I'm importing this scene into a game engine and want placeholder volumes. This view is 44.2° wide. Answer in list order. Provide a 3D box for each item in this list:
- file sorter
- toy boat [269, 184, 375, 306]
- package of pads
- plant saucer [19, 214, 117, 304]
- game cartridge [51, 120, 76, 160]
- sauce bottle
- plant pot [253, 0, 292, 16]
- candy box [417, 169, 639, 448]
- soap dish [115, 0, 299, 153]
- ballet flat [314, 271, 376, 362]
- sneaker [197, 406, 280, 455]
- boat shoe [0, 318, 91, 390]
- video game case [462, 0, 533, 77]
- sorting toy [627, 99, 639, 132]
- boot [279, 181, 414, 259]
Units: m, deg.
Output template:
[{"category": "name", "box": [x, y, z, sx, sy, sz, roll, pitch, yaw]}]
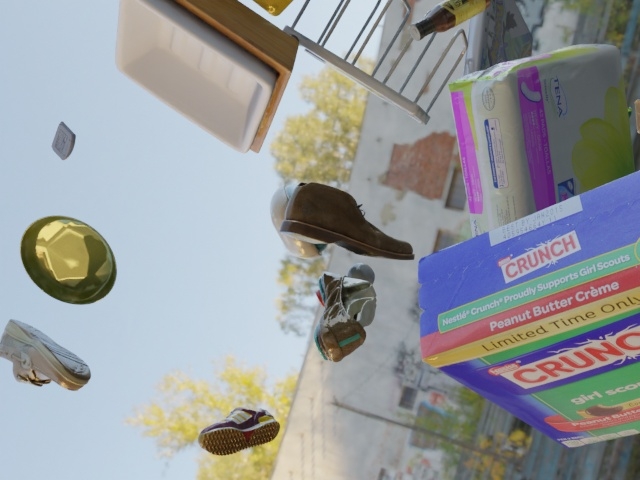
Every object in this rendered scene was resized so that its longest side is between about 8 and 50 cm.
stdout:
[{"category": "file sorter", "box": [0.110, -0.360, 1.427, 0.173, 0.278, 0.193, -58, -10, 10]}, {"category": "toy boat", "box": [0.000, 0.000, 1.881, 0.318, 0.148, 0.267, 60, -177, -11]}, {"category": "package of pads", "box": [0.307, -0.139, 1.068, 0.297, 0.101, 0.229, -20, -76, -39]}, {"category": "plant saucer", "box": [-0.591, 0.042, 1.870, 0.037, 0.241, 0.240, -69, -14, -62]}, {"category": "game cartridge", "box": [-0.601, -0.231, 1.850, 0.017, 0.056, 0.083, -23, -25, -49]}, {"category": "sauce bottle", "box": [0.187, -0.327, 1.140, 0.128, 0.042, 0.042, -32, -36, -18]}, {"category": "plant pot", "box": [-0.094, -0.572, 1.550, 0.212, 0.212, 0.187, 31, -142, -30]}, {"category": "candy box", "box": [0.291, 0.085, 0.772, 0.317, 0.268, 0.122, 36, -137, -39]}, {"category": "soap dish", "box": [-0.180, -0.292, 1.245, 0.118, 0.291, 0.229, -55, -1, -30]}, {"category": "ballet flat", "box": [0.059, 0.144, 1.687, 0.342, 0.124, 0.116, -79, -34, -72]}, {"category": "sneaker", "box": [-0.178, 0.385, 1.616, 0.186, 0.084, 0.069, 2, -69, -38]}, {"category": "boat shoe", "box": [-0.652, 0.290, 1.842, 0.122, 0.341, 0.110, 37, -102, -43]}, {"category": "video game case", "box": [0.368, -0.353, 1.615, 0.300, 0.036, 0.328, 34, -120, -54]}, {"category": "sorting toy", "box": [0.588, -0.225, 1.427, 0.012, 0.083, 0.062, -39, -59, -68]}, {"category": "boot", "box": [0.070, -0.031, 1.539, 0.305, 0.112, 0.115, 18, -100, -32]}]
